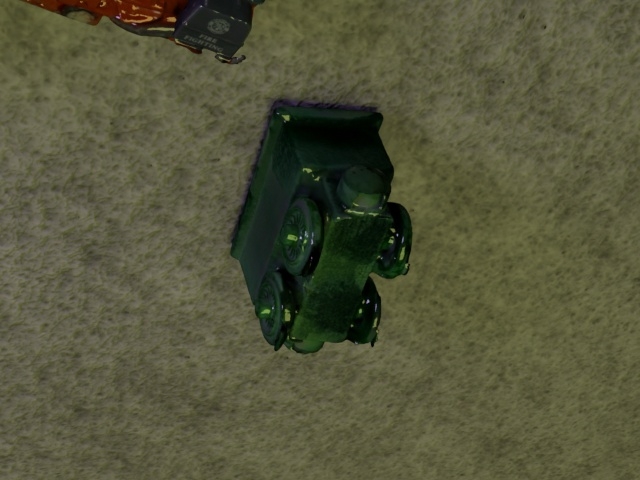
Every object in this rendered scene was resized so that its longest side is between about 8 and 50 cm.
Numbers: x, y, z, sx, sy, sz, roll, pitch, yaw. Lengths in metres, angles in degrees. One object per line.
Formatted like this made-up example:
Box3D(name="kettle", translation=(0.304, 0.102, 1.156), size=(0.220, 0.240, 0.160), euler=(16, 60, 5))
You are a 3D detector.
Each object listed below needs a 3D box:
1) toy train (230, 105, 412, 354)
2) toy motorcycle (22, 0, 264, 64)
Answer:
Box3D(name="toy train", translation=(0.000, 0.000, 1.167), size=(0.145, 0.202, 0.266), euler=(1, 135, -22))
Box3D(name="toy motorcycle", translation=(-0.183, -0.265, 0.882), size=(0.326, 0.147, 0.221), euler=(15, 150, -29))
